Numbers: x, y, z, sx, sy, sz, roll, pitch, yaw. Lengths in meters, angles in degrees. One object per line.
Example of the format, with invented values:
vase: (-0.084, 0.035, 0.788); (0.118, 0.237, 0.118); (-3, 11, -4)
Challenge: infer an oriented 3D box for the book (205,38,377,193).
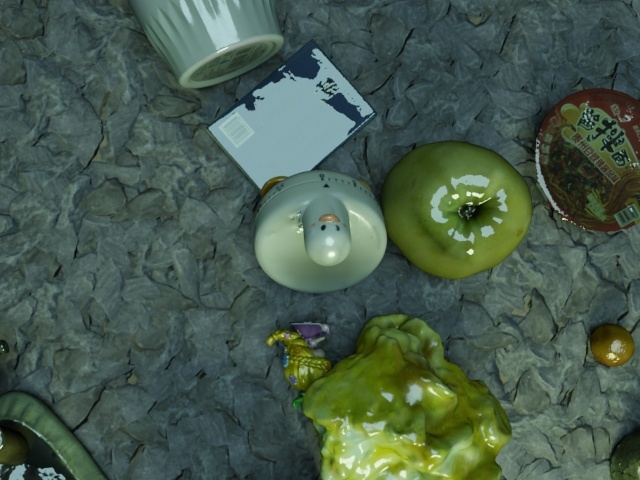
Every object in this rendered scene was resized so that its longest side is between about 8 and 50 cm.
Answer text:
book: (-0.052, -0.223, 1.340); (0.269, 0.025, 0.191); (-42, 92, -8)

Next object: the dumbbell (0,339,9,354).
dumbbell: (-0.656, 0.211, 1.156); (0.290, 0.192, 0.192); (-14, 88, -8)

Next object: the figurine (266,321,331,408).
figurine: (-0.039, 0.223, 1.273); (0.115, 0.095, 0.156); (0, 82, -18)

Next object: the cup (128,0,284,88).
cup: (-0.225, -0.471, 1.223); (0.253, 0.253, 0.371); (-23, 90, -8)

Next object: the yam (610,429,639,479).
yam: (0.648, 0.404, 1.275); (0.154, 0.254, 0.154); (3, 76, -14)

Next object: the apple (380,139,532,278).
apple: (0.236, -0.053, 1.261); (0.262, 0.262, 0.262); (0, 86, -7)

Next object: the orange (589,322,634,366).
orange: (0.553, 0.197, 1.356); (0.085, 0.085, 0.085); (0, 86, -7)

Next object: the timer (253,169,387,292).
timer: (0.000, 0.000, 1.217); (0.233, 0.233, 0.240); (2, 42, -6)

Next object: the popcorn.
popcorn: (0.146, 0.314, 1.222); (0.293, 0.292, 0.334); (-33, 98, 18)

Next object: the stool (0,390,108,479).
stool: (-0.527, 0.442, 1.139); (0.310, 0.226, 0.310); (-40, 91, -9)

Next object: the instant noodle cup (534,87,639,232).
instant noodle cup: (0.521, -0.147, 1.366); (0.274, 0.091, 0.274); (0, 86, -6)
